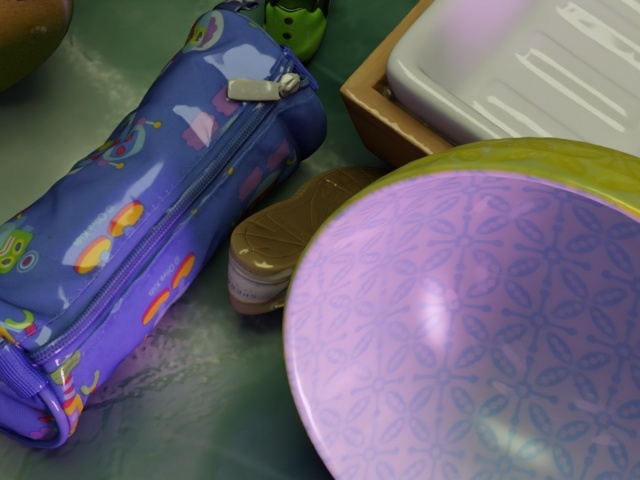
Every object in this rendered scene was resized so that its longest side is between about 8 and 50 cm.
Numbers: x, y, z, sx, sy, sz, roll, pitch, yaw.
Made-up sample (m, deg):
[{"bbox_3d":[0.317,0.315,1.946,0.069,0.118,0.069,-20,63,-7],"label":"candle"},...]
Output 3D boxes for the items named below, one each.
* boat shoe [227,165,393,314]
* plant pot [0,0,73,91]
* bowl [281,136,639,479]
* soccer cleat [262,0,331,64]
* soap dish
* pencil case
[{"bbox_3d":[0.000,0.000,0.836,0.170,0.059,0.063,-23,55,-42],"label":"boat shoe"},{"bbox_3d":[-0.311,-0.280,0.840,0.367,0.366,0.353,-12,71,-12],"label":"plant pot"},{"bbox_3d":[0.140,0.055,0.702,0.289,0.289,0.156,31,42,14],"label":"bowl"},{"bbox_3d":[-0.011,-0.213,0.960,0.060,0.072,0.179,7,57,-1],"label":"soccer cleat"},{"bbox_3d":[0.180,-0.112,0.875,0.229,0.118,0.291,37,62,8],"label":"soap dish"},{"bbox_3d":[-0.112,-0.017,0.795,0.119,0.133,0.306,48,61,-15],"label":"pencil case"}]
